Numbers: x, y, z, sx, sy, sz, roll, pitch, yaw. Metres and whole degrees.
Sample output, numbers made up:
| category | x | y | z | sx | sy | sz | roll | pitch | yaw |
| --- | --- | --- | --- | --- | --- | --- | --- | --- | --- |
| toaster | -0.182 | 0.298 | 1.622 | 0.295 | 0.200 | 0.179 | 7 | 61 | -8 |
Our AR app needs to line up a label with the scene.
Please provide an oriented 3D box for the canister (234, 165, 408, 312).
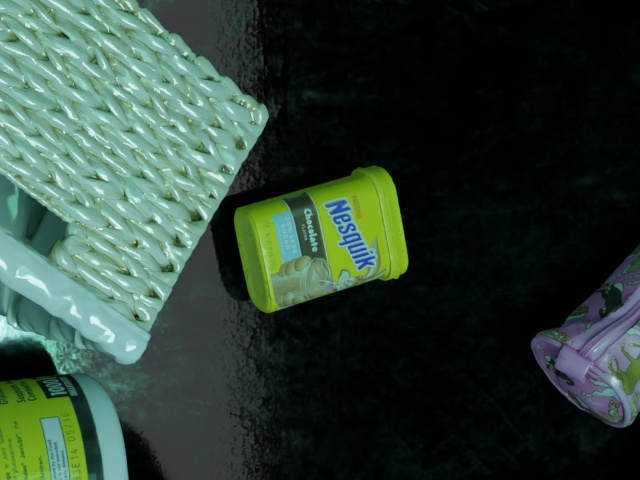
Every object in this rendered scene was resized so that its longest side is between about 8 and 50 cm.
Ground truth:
| category | x | y | z | sx | sy | sz | roll | pitch | yaw |
| --- | --- | --- | --- | --- | --- | --- | --- | --- | --- |
| canister | 0.000 | 0.000 | 1.726 | 0.170 | 0.073 | 0.126 | -17 | 105 | -22 |

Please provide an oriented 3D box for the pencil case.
| category | x | y | z | sx | sy | sz | roll | pitch | yaw |
| --- | --- | --- | --- | --- | --- | --- | --- | --- | --- |
| pencil case | 0.427 | 0.053 | 1.904 | 0.386 | 0.160 | 0.167 | -44 | 115 | -13 |

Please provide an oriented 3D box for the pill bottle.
| category | x | y | z | sx | sy | sz | roll | pitch | yaw |
| --- | --- | --- | --- | --- | --- | --- | --- | --- | --- |
| pill bottle | -0.367 | 0.235 | 1.510 | 0.334 | 0.188 | 0.187 | -5 | 100 | -27 |

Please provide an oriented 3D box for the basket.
| category | x | y | z | sx | sy | sz | roll | pitch | yaw |
| --- | --- | --- | --- | --- | --- | --- | --- | --- | --- |
| basket | -0.282 | -0.094 | 1.430 | 0.328 | 0.331 | 0.266 | 39 | 75 | -27 |
